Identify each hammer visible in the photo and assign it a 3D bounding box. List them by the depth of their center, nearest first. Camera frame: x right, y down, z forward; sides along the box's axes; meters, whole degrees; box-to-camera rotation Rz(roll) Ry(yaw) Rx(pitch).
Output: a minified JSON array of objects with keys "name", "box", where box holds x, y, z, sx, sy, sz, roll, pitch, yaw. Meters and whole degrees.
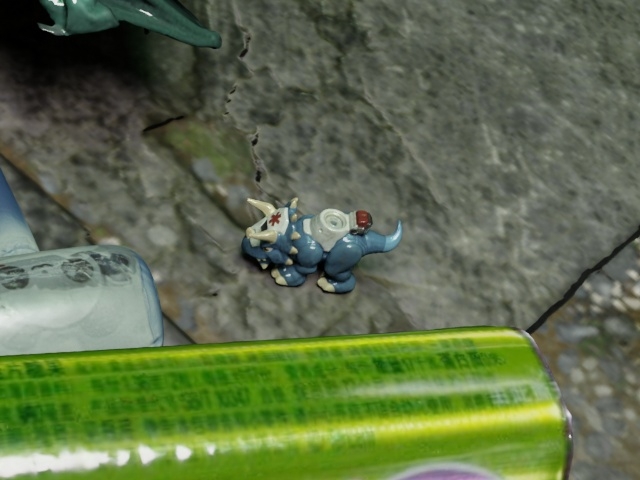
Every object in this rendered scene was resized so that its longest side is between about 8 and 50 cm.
[{"name":"hammer","box":[-0.156,-0.002,0.723,0.116,0.069,0.194,-9,48,-28]}]

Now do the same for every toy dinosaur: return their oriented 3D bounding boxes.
[{"name":"toy dinosaur","box":[0.000,0.000,0.788,0.083,0.047,0.031,9,47,-14]}]

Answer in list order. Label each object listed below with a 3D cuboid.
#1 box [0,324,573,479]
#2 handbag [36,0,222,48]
[{"name":"box","box":[-0.077,0.104,0.611,0.345,0.134,0.097,-1,53,-24]},{"name":"handbag","box":[-0.214,-0.204,0.763,0.326,0.089,0.238,16,25,-33]}]
